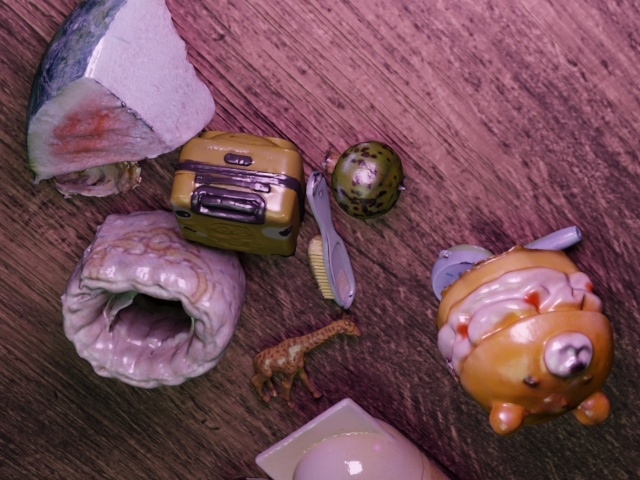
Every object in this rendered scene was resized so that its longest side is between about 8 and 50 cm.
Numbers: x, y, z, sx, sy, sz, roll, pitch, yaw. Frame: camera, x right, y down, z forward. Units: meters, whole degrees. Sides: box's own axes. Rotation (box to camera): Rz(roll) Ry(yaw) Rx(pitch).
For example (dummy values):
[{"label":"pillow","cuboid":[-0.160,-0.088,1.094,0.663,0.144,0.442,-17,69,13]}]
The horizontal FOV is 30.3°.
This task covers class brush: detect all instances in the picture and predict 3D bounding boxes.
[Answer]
[{"label":"brush","cuboid":[0.000,0.000,1.889,0.060,0.068,0.296,9,139,23]}]

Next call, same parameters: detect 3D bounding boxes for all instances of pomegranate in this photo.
[{"label":"pomegranate","cuboid":[0.056,-0.099,1.781,0.161,0.122,0.122,27,138,30]}]

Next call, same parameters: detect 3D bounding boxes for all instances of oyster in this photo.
[{"label":"oyster","cuboid":[-0.366,-0.116,1.895,0.177,0.056,0.105,-19,116,26]}]

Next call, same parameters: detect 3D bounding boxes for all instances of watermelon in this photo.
[{"label":"watermelon","cuboid":[-0.279,-0.213,1.707,0.258,0.228,0.387,21,137,-18]}]

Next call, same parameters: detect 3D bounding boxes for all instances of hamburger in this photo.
[{"label":"hamburger","cuboid":[0.322,0.169,1.804,0.277,0.236,0.276,-11,143,-9]}]

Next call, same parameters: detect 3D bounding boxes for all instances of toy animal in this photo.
[{"label":"toy animal","cuboid":[-0.036,0.208,2.094,0.149,0.054,0.275,21,130,-8]}]

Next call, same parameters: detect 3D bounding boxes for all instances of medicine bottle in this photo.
[{"label":"medicine bottle","cuboid":[0.094,0.460,2.152,0.236,0.235,0.406,-29,118,32]}]

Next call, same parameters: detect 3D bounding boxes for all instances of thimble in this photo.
[{"label":"thimble","cuboid":[-0.278,0.091,1.957,0.292,0.195,0.291,6,126,8]}]

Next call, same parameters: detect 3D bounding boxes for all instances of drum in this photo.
[{"label":"drum","cuboid":[0.299,0.051,1.882,0.253,0.049,0.130,-10,126,21]}]

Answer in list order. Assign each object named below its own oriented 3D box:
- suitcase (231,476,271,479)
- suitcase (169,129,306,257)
[{"label":"suitcase","cuboid":[-0.083,0.616,2.356,0.352,0.194,0.339,-26,117,30]},{"label":"suitcase","cuboid":[-0.118,-0.072,1.788,0.194,0.143,0.235,9,162,4]}]
